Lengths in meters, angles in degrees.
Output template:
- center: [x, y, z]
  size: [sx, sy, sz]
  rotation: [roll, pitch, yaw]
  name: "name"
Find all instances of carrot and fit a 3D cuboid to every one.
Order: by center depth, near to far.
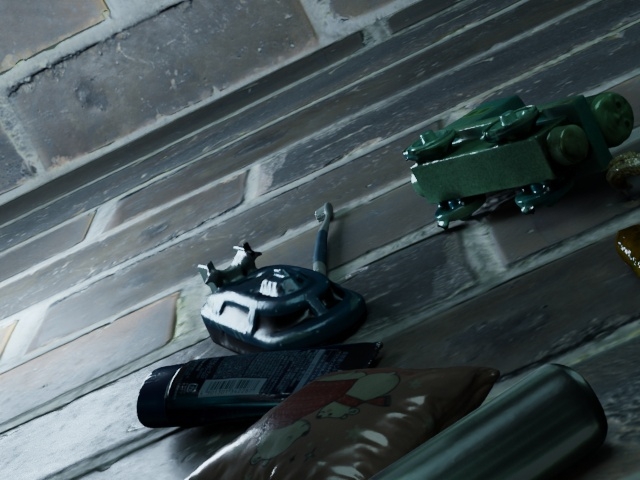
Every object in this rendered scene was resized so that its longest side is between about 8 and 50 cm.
- center: [0.311, 0.024, 1.364]
  size: [0.042, 0.042, 0.171]
  rotation: [-25, 19, 8]
  name: "carrot"

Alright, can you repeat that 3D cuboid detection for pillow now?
- center: [0.016, 0.178, 1.281]
  size: [0.236, 0.084, 0.223]
  rotation: [-3, 27, 49]
  name: "pillow"

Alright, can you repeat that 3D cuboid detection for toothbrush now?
- center: [0.000, 0.000, 1.940]
  size: [0.025, 0.019, 0.276]
  rotation: [-29, 16, 12]
  name: "toothbrush"

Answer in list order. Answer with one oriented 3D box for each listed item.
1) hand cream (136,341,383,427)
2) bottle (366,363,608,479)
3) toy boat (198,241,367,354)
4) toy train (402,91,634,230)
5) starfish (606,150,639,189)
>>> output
- center: [-0.070, 0.154, 1.543]
  size: [0.270, 0.061, 0.120]
  rotation: [-11, 24, 31]
  name: "hand cream"
- center: [0.109, 0.193, 1.119]
  size: [0.253, 0.079, 0.096]
  rotation: [-30, 55, -14]
  name: "bottle"
- center: [-0.058, 0.064, 1.724]
  size: [0.134, 0.092, 0.299]
  rotation: [-30, 16, -22]
  name: "toy boat"
- center: [0.236, -0.112, 1.725]
  size: [0.194, 0.120, 0.298]
  rotation: [-32, 12, -29]
  name: "toy train"
- center: [0.405, -0.095, 1.533]
  size: [0.216, 0.071, 0.238]
  rotation: [-29, 22, 17]
  name: "starfish"
